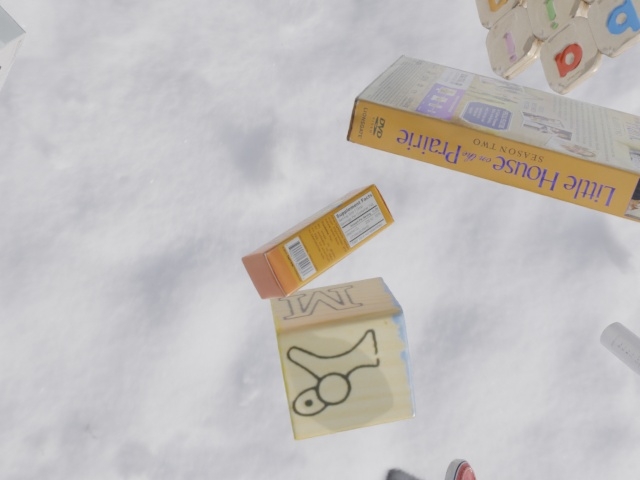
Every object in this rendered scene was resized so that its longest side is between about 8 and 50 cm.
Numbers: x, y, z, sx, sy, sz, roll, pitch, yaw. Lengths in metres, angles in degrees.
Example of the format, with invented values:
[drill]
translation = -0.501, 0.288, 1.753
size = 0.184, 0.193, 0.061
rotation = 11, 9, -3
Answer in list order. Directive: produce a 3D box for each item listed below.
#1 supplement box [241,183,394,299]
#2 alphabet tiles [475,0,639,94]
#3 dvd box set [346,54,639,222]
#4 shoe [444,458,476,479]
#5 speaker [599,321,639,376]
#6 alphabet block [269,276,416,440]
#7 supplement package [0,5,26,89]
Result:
[supplement box]
translation = 0.000, 0.000, 1.195
size = 0.233, 0.078, 0.080
rotation = -31, 100, -33
[alphabet tiles]
translation = 0.267, -0.287, 0.769
size = 0.021, 0.278, 0.284
rotation = 21, 139, -32
[dvd box set]
translation = 0.272, -0.140, 1.038
size = 0.420, 0.307, 0.062
rotation = 17, 116, 9
[shoe]
translation = 0.229, 0.407, 1.143
size = 0.063, 0.081, 0.178
rotation = -3, 90, -43
[speaker]
translation = 0.570, 0.205, 1.437
size = 0.055, 0.136, 0.055
rotation = -13, 123, -21
[alphabet block]
translation = 0.032, 0.185, 1.288
size = 0.197, 0.193, 0.192
rotation = -9, 103, -4
[supplement package]
translation = -0.535, -0.233, 1.053
size = 0.149, 0.194, 0.203
rotation = 46, 55, -10
